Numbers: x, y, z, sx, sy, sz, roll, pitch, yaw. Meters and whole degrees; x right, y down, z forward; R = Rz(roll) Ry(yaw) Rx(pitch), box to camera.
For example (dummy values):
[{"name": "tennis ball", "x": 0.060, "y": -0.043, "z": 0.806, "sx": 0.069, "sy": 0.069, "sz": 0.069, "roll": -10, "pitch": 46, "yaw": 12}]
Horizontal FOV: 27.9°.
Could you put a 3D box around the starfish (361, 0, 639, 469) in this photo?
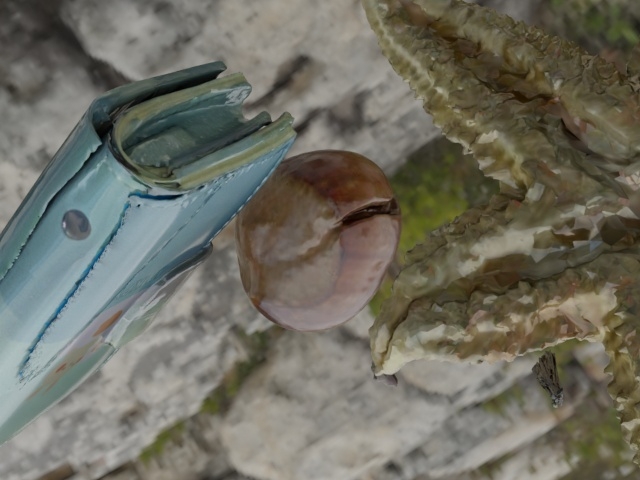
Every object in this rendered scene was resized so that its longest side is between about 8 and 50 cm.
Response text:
[{"name": "starfish", "x": 0.122, "y": -0.006, "z": 0.347, "sx": 0.231, "sy": 0.295, "sz": 0.048, "roll": -23, "pitch": 143, "yaw": -3}]

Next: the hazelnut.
[{"name": "hazelnut", "x": 0.000, "y": 0.000, "z": 1.064, "sx": 0.143, "sy": 0.143, "sz": 0.154, "roll": -2, "pitch": 104, "yaw": -54}]

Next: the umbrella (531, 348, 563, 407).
[{"name": "umbrella", "x": 0.201, "y": 0.120, "z": 1.128, "sx": 0.031, "sy": 0.020, "sz": 0.083, "roll": -58, "pitch": -174, "yaw": 18}]

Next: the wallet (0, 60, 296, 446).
[{"name": "wallet", "x": -0.129, "y": 0.021, "z": 0.683, "sx": 0.250, "sy": 0.075, "sz": 0.176, "roll": -47, "pitch": 176, "yaw": 28}]
